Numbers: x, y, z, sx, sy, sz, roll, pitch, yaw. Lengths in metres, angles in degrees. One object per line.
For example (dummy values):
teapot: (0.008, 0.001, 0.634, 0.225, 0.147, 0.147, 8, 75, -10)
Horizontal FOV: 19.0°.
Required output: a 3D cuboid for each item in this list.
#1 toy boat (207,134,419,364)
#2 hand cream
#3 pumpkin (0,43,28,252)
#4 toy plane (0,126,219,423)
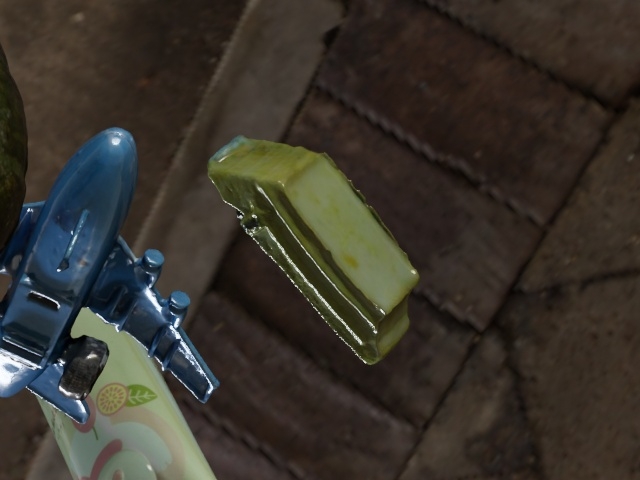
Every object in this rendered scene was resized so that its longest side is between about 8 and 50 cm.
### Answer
toy boat: (0.003, -0.004, 1.986, 0.276, 0.111, 0.084, 50, 130, -4)
hand cream: (-0.148, 0.148, 1.449, 0.147, 0.093, 0.306, -58, 45, 28)
pumpkin: (-0.249, -0.042, 0.909, 0.224, 0.223, 0.157, 54, 159, -2)
toy plane: (-0.168, 0.026, 1.196, 0.254, 0.105, 0.271, 24, 144, -7)
